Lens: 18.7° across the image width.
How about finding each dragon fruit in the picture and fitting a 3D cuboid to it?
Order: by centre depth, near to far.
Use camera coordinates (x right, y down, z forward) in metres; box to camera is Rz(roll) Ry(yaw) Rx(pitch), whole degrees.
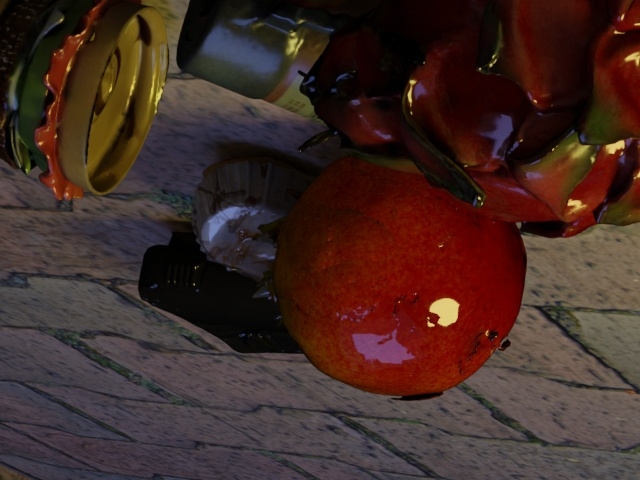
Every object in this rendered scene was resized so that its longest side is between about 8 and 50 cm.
[{"bbox_3d":[0.110,-0.113,1.084,0.293,0.233,0.234,0,158,25],"label":"dragon fruit"}]

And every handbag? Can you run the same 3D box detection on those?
[{"bbox_3d":[-0.020,0.064,1.963,0.275,0.088,0.244,1,161,28],"label":"handbag"}]

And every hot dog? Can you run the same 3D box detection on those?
[{"bbox_3d":[0.000,0.000,1.740,0.253,0.069,0.131,19,133,-22],"label":"hot dog"}]

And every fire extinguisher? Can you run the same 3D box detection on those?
[{"bbox_3d":[0.099,-0.086,1.279,0.376,0.113,0.200,20,-158,-17],"label":"fire extinguisher"}]

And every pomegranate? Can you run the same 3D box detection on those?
[{"bbox_3d":[0.054,0.026,1.595,0.235,0.210,0.210,9,163,39],"label":"pomegranate"}]

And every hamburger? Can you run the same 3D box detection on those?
[{"bbox_3d":[-0.199,-0.119,1.422,0.137,0.175,0.175,18,164,14],"label":"hamburger"}]

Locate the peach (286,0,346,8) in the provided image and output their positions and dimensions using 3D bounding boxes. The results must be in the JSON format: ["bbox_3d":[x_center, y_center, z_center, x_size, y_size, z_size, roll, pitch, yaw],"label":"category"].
[{"bbox_3d":[-0.010,-0.187,1.153,0.101,0.100,0.100,14,163,4],"label":"peach"}]
